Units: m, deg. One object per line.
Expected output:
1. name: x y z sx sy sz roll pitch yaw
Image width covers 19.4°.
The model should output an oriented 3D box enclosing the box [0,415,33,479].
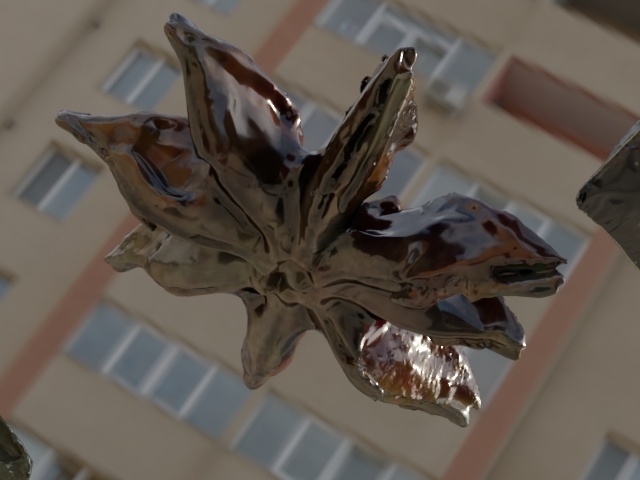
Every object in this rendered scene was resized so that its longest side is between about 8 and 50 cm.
1. box: -0.213 0.037 0.481 0.149 0.155 0.231 35 1 -44

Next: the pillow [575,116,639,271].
1. pillow: 0.248 -0.067 1.103 0.141 0.208 0.055 42 7 -42

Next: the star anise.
1. star anise: 0.001 0.001 0.933 0.288 0.088 0.288 21 -37 17
